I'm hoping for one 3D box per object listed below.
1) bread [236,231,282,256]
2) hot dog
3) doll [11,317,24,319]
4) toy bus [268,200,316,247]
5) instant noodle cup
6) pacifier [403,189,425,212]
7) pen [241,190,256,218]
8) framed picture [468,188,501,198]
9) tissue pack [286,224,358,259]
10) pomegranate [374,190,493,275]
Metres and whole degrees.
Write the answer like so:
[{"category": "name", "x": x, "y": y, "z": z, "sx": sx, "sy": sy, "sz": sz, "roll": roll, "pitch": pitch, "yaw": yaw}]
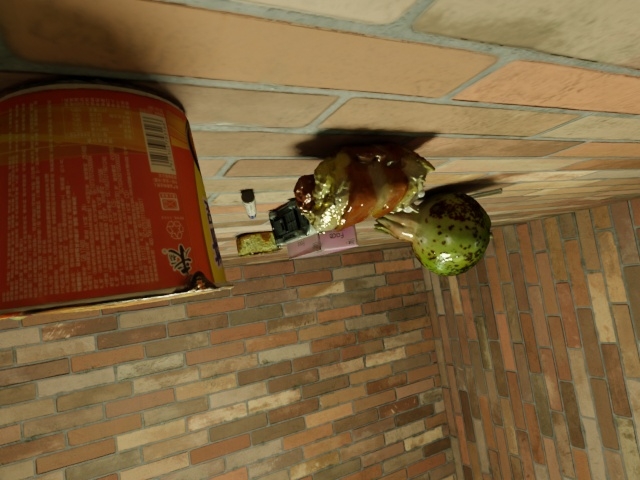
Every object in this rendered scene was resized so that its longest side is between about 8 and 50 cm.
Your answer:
[{"category": "bread", "x": -0.203, "y": 0.014, "z": 1.393, "sx": 0.140, "sy": 0.069, "sz": 0.128, "roll": -9, "pitch": 177, "yaw": -34}, {"category": "hot dog", "x": 0.060, "y": -0.085, "z": 0.618, "sx": 0.213, "sy": 0.103, "sz": 0.146, "roll": -16, "pitch": 158, "yaw": -31}, {"category": "doll", "x": -0.856, "y": 0.139, "z": 1.133, "sx": 0.161, "sy": 0.177, "sz": 0.260, "roll": -7, "pitch": 179, "yaw": 44}, {"category": "toy bus", "x": -0.046, "y": -0.043, "z": 0.968, "sx": 0.089, "sy": 0.087, "sz": 0.194, "roll": -13, "pitch": 177, "yaw": -28}, {"category": "instant noodle cup", "x": -0.192, "y": -0.027, "z": 0.390, "sx": 0.213, "sy": 0.174, "sz": 0.213, "roll": -7, "pitch": 176, "yaw": -1}, {"category": "pacifier", "x": 0.208, "y": -0.099, "z": 0.991, "sx": 0.064, "sy": 0.068, "sz": 0.083, "roll": -46, "pitch": 180, "yaw": 20}, {"category": "pen", "x": -0.140, "y": -0.067, "z": 0.863, "sx": 0.025, "sy": 0.025, "sz": 0.204, "roll": -8, "pitch": 176, "yaw": -8}, {"category": "framed picture", "x": 0.467, "y": -0.131, "z": 1.227, "sx": 0.089, "sy": 0.007, "sz": 0.066, "roll": -10, "pitch": 175, "yaw": 24}, {"category": "tissue pack", "x": 0.000, "y": 0.000, "z": 1.436, "sx": 0.148, "sy": 0.093, "sz": 0.246, "roll": -7, "pitch": 174, "yaw": -27}, {"category": "pomegranate", "x": 0.288, "y": -0.043, "z": 1.088, "sx": 0.204, "sy": 0.276, "sz": 0.222, "roll": -51, "pitch": 177, "yaw": -9}]
